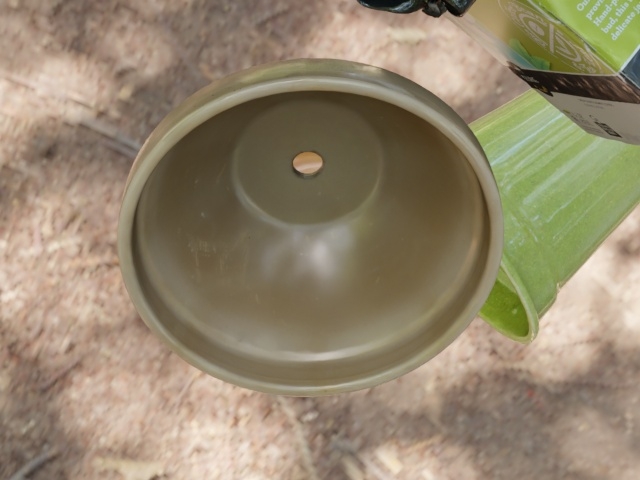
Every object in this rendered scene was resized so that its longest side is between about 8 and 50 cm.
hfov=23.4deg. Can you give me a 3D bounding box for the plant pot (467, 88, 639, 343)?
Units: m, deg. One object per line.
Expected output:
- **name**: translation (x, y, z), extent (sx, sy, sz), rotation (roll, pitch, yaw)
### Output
- **plant pot**: translation (0.253, -0.062, 1.832), extent (0.254, 0.276, 0.276), rotation (-38, 78, -10)

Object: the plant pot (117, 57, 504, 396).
- **plant pot**: translation (-0.008, -0.024, 0.987), extent (0.237, 0.237, 0.110), rotation (17, 32, -15)

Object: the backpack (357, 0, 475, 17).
- **backpack**: translation (-0.050, -0.256, 0.803), extent (0.263, 0.213, 0.276), rotation (-8, 58, 8)

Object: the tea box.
- **tea box**: translation (0.224, -0.253, 1.282), extent (0.323, 0.329, 0.220), rotation (38, 90, -11)

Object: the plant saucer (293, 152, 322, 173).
- **plant saucer**: translation (0.000, 0.000, 1.373), extent (0.200, 0.037, 0.200), rotation (-1, 82, 11)
